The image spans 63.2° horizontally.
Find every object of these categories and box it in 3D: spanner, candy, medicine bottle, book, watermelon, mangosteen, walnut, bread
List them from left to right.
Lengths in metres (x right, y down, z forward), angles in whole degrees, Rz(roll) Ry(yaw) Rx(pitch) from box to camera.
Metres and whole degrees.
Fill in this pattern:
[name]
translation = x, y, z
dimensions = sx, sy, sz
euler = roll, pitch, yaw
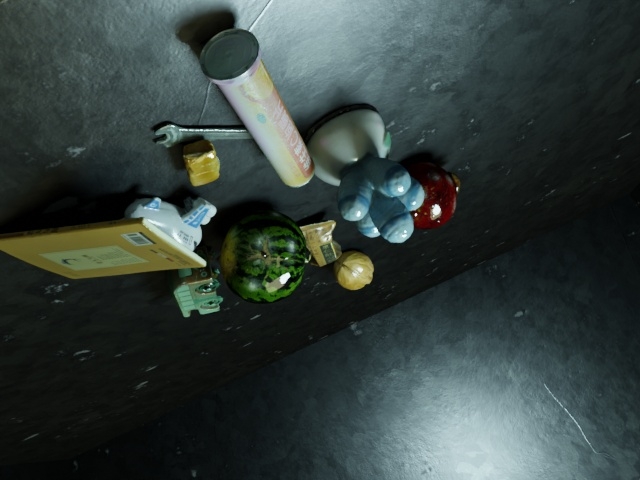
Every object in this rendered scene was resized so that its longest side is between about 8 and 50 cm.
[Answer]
[book]
translation = -0.490, 0.026, 1.170
dimensions = 0.388, 0.032, 0.269
euler = -5, 157, 14
[bread]
translation = -0.259, -0.166, 1.137
dimensions = 0.074, 0.053, 0.132
euler = -17, 163, -14
[spanner]
translation = -0.211, -0.233, 1.126
dimensions = 0.301, 0.017, 0.071
euler = -10, 154, -32
[watermelon]
translation = -0.161, 0.049, 1.484
dimensions = 0.268, 0.269, 0.269
euler = -22, 158, -9
[medicine bottle]
translation = -0.105, -0.245, 1.069
dimensions = 0.108, 0.108, 0.426
euler = -27, 156, 4
[candy]
translation = 0.000, 0.000, 1.777
dimensions = 0.143, 0.101, 0.271
euler = -20, 152, 2
[walnut]
translation = 0.136, 0.122, 2.121
dimensions = 0.159, 0.159, 0.206
euler = -33, 156, 18
[mangosteen]
translation = 0.347, -0.157, 1.663
dimensions = 0.257, 0.215, 0.215
euler = -38, 169, -36

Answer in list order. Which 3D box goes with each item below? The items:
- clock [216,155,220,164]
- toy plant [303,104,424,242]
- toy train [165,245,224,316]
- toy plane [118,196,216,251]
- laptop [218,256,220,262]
[clock]
translation = -0.269, -0.171, 1.209
dimensions = 0.074, 0.010, 0.083
euler = -21, 158, -12
[toy plant]
translation = 0.121, -0.137, 1.279
dimensions = 0.247, 0.332, 0.247
euler = -23, 157, -10
[toy train]
translation = -0.388, 0.129, 1.613
dimensions = 0.159, 0.129, 0.326
euler = -14, 157, -13
[toy plane]
translation = -0.380, -0.030, 1.267
dimensions = 0.266, 0.123, 0.267
euler = -22, 161, -8
[laptop]
translation = -0.223, 0.044, 1.732
dimensions = 0.207, 0.026, 0.154
euler = -24, 160, 1
